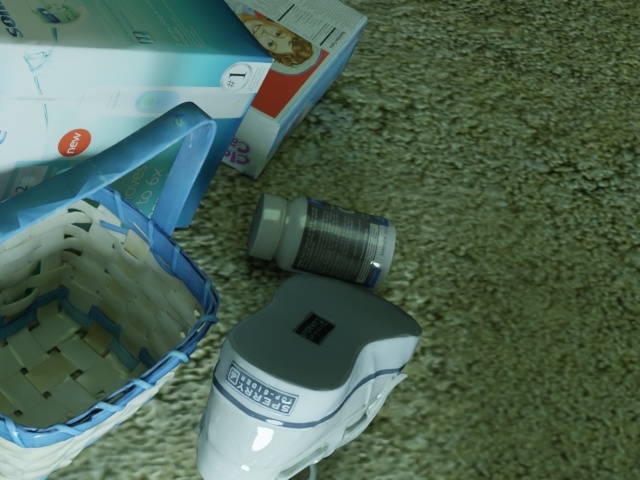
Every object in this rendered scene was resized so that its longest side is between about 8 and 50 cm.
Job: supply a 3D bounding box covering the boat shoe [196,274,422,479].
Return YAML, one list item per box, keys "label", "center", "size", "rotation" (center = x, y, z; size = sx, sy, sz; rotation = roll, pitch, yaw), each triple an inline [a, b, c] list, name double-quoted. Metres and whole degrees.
- label: "boat shoe"
  center: [-0.014, 0.137, 0.992]
  size: [0.136, 0.156, 0.367]
  rotation: [27, 14, 9]

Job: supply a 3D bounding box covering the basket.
- label: "basket"
  center: [-0.200, 0.043, 0.876]
  size: [0.201, 0.289, 0.255]
  rotation: [43, 43, 11]

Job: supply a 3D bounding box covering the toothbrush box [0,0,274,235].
- label: "toothbrush box"
  center: [-0.223, -0.120, 1.038]
  size: [0.295, 0.216, 0.126]
  rotation: [-4, 46, -43]

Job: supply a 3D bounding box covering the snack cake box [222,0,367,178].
- label: "snack cake box"
  center: [-0.069, -0.202, 1.319]
  size: [0.152, 0.089, 0.264]
  rotation: [31, 44, 3]

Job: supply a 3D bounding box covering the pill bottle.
- label: "pill bottle"
  center: [0.000, 0.000, 1.163]
  size: [0.137, 0.078, 0.078]
  rotation: [15, 44, -12]
